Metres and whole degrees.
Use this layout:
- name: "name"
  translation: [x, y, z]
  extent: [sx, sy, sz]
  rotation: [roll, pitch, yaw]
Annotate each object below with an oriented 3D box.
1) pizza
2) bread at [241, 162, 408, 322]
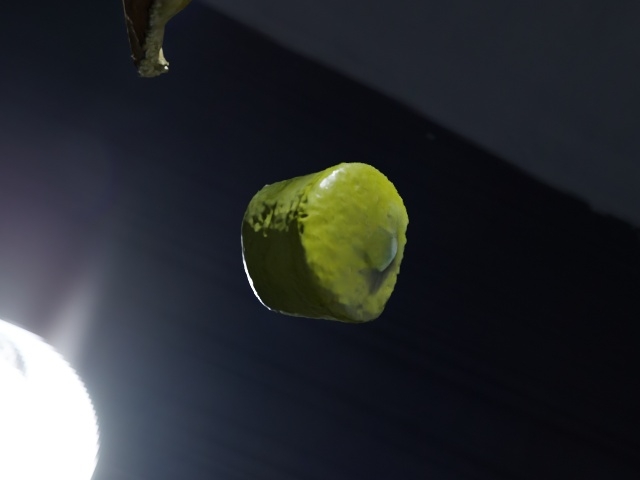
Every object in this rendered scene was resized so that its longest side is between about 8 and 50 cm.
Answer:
- name: "pizza"
  translation: [-0.146, -0.257, 1.278]
  extent: [0.188, 0.080, 0.204]
  rotation: [-159, 59, -66]
- name: "bread"
  translation: [0.000, 0.000, 1.107]
  extent: [0.114, 0.111, 0.129]
  rotation: [-7, 53, 45]
